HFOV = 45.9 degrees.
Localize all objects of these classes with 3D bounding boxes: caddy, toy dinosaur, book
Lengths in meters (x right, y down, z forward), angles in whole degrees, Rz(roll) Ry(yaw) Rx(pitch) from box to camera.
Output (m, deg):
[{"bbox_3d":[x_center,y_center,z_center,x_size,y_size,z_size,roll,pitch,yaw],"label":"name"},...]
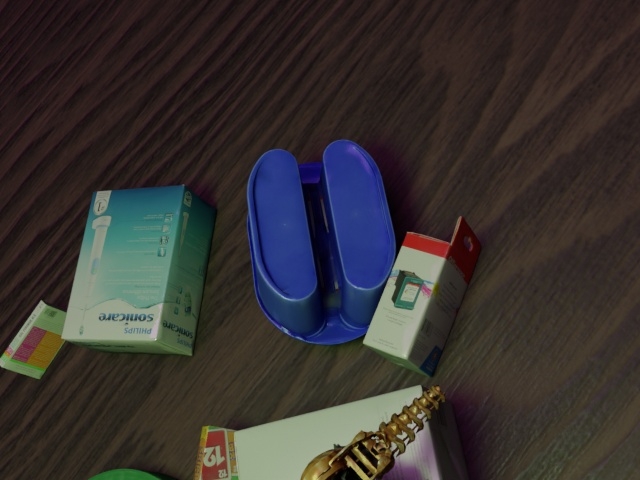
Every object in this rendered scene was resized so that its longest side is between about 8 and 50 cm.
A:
[{"bbox_3d":[0.000,0.000,1.255,0.241,0.179,0.341,-8,64,-2],"label":"caddy"},{"bbox_3d":[0.033,0.309,0.879,0.321,0.218,0.164,-30,63,13],"label":"toy dinosaur"},{"bbox_3d":[-0.550,0.194,1.482,0.035,0.096,0.144,33,86,32],"label":"book"}]

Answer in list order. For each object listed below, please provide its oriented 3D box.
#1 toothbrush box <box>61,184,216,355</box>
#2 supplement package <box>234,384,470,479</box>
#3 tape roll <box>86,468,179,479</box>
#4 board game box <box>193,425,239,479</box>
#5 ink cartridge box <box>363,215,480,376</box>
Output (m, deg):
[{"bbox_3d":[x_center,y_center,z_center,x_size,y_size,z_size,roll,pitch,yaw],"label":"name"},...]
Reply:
[{"bbox_3d":[-0.335,0.058,1.416,0.216,0.126,0.296,-3,68,24],"label":"toothbrush box"},{"bbox_3d":[0.049,0.337,1.090,0.292,0.177,0.175,-18,65,17],"label":"supplement package"},{"bbox_3d":[-0.320,0.544,1.243,0.321,0.077,0.321,-9,67,21],"label":"tape roll"},{"bbox_3d":[-0.145,0.430,1.180,0.039,0.124,0.260,-25,52,60],"label":"board game box"},{"bbox_3d":[0.162,0.079,1.166,0.078,0.134,0.231,17,77,30],"label":"ink cartridge box"}]
